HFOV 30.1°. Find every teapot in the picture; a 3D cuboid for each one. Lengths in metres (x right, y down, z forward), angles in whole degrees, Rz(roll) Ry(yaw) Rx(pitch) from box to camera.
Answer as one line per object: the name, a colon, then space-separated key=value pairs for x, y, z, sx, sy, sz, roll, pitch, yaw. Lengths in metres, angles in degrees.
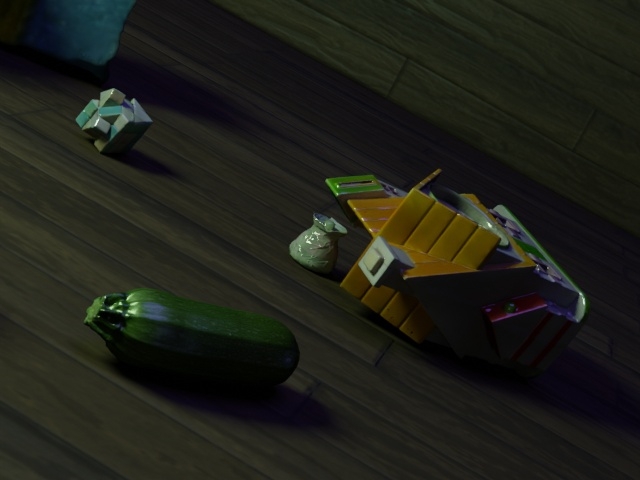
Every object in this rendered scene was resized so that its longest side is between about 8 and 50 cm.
teapot: x=0.000 y=0.000 z=1.528 sx=0.064 sy=0.064 sz=0.083 roll=27 pitch=15 yaw=-5

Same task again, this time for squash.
squash: x=-0.105 y=0.088 z=1.049 sx=0.219 sy=0.068 sz=0.077 roll=17 pitch=27 yaw=-35

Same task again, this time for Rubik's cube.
Rubik's cube: x=-0.273 y=-0.159 z=1.547 sx=0.073 sy=0.075 sz=0.084 roll=53 pitch=7 yaw=16

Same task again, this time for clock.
clock: x=0.155 y=0.023 z=1.477 sx=0.309 sy=0.166 sz=0.235 roll=20 pitch=24 yaw=-39

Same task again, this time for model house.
model house: x=-0.423 y=-0.407 z=1.818 sx=0.303 sy=0.237 sz=0.215 roll=18 pitch=16 yaw=-28
